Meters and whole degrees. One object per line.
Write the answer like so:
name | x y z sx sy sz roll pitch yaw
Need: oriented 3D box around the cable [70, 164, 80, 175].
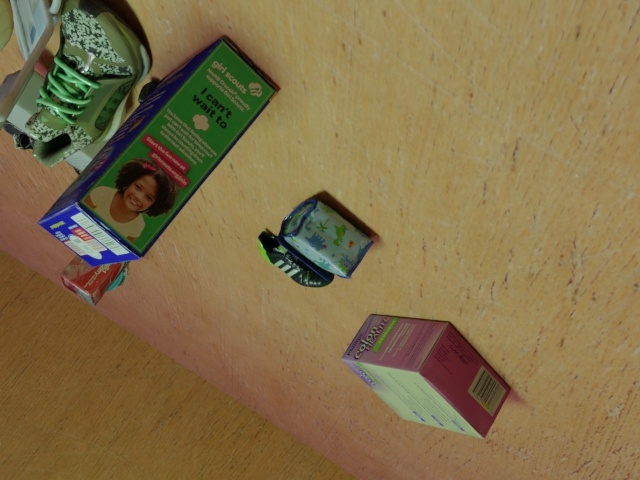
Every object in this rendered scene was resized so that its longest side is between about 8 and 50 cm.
cable | -0.550 -0.198 1.852 0.150 0.047 0.184 10 145 38

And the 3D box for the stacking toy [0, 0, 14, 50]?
stacking toy | -0.692 -0.420 1.513 0.330 0.141 0.141 21 155 48

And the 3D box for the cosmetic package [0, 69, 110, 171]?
cosmetic package | -0.509 -0.227 1.580 0.117 0.086 0.231 2 152 49

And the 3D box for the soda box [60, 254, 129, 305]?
soda box | -0.478 0.016 1.875 0.092 0.263 0.083 34 157 3

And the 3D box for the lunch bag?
lunch bag | 0.000 0.000 1.391 0.129 0.096 0.151 38 173 -12

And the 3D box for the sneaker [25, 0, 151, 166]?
sneaker | -0.400 -0.237 1.334 0.158 0.182 0.410 33 150 -3

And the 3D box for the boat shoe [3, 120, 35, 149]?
boat shoe | -0.707 -0.250 1.934 0.206 0.065 0.075 17 152 38

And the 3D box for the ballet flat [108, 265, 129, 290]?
ballet flat | -0.553 0.003 2.130 0.147 0.147 0.409 34 151 3

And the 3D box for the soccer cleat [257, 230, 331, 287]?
soccer cleat | -0.053 0.038 1.581 0.179 0.060 0.072 26 155 30

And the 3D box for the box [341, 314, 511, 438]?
box | 0.202 0.259 1.582 0.213 0.117 0.243 45 155 -24

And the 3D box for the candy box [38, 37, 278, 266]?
candy box | -0.243 -0.120 1.188 0.122 0.317 0.268 42 158 -20

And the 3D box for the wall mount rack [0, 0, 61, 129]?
wall mount rack | -0.478 -0.310 1.243 0.350 0.130 0.304 -15 88 63

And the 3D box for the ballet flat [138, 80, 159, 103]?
ballet flat | -0.258 -0.201 1.403 0.057 0.049 0.173 16 151 42
